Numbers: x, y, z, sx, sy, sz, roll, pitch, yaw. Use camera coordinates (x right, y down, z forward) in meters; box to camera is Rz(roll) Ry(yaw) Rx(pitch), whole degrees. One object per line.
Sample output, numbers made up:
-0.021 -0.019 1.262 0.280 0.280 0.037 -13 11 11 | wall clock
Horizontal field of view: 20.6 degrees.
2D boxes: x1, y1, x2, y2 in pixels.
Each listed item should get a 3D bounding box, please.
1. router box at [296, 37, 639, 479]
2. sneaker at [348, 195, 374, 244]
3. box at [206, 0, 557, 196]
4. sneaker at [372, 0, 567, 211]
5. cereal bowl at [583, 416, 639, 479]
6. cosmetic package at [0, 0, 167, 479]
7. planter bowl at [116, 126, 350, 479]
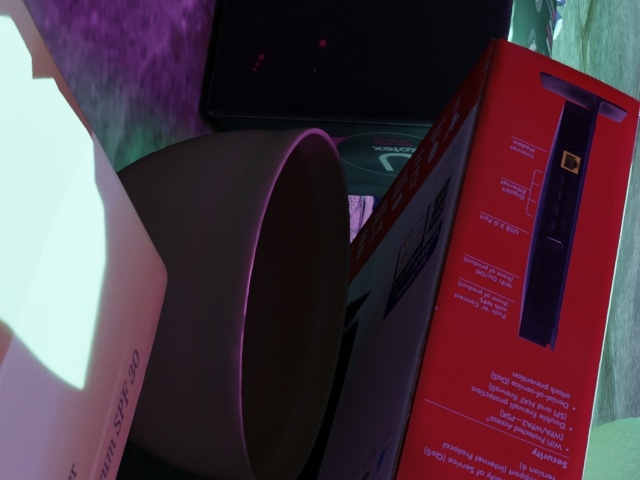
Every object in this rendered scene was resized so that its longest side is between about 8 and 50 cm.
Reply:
0.029 0.116 0.869 0.335 0.082 0.301 124 -14 -52 | router box
0.000 0.000 1.090 0.058 0.052 0.135 -25 117 -67 | sneaker
0.049 -0.171 1.015 0.143 0.165 0.270 47 48 -68 | box
0.062 -0.127 1.183 0.182 0.127 0.315 55 44 -45 | sneaker
0.230 0.304 1.625 0.339 0.141 0.339 -57 -171 15 | cereal bowl
-0.151 -0.015 0.442 0.296 0.129 0.153 67 32 -56 | cosmetic package
-0.060 0.025 0.786 0.162 0.109 0.162 7 90 -75 | planter bowl
